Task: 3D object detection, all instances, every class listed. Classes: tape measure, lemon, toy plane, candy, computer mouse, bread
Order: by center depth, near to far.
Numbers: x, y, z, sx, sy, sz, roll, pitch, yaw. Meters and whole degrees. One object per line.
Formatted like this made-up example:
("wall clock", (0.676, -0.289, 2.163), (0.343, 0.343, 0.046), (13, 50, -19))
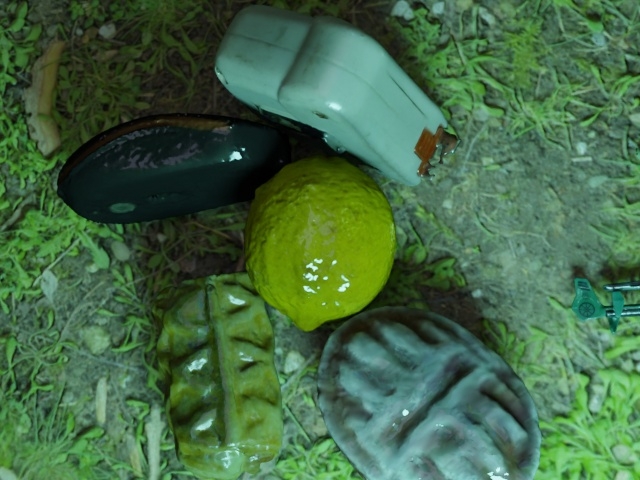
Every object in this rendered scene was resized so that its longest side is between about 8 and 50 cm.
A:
("candy", (0.129, 0.212, 1.177), (0.214, 0.157, 0.289), (-43, 65, -14))
("toy plane", (0.424, 0.081, 1.186), (0.235, 0.060, 0.096), (-4, 69, 9))
("lemon", (0.000, 0.000, 1.233), (0.192, 0.192, 0.231), (3, 81, 14))
("tape measure", (0.011, -0.180, 1.242), (0.265, 0.258, 0.130), (21, 84, 33))
("bread", (-0.129, 0.173, 1.260), (0.152, 0.130, 0.267), (-10, 76, 2))
("computer mouse", (-0.195, -0.106, 1.305), (0.323, 0.183, 0.116), (-10, 75, 10))
